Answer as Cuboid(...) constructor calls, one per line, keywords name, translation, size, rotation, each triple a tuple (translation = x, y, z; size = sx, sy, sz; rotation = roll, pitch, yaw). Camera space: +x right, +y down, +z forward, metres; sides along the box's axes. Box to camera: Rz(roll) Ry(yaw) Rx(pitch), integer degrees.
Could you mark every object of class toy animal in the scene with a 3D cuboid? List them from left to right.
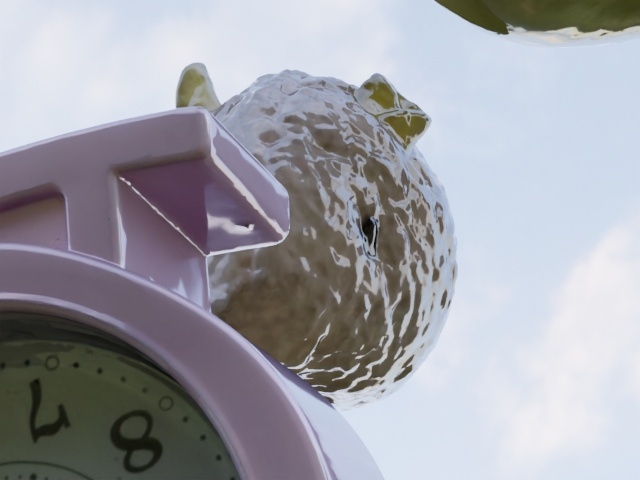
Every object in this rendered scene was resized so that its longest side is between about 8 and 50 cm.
Cuboid(name="toy animal", translation=(0.001, 0.001, 1.341), size=(0.188, 0.226, 0.358), rotation=(-2, -12, 8))

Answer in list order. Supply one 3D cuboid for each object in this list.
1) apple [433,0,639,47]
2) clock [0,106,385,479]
Cuboid(name="apple", translation=(0.149, -0.255, 1.090), size=(0.292, 0.254, 0.292), rotation=(-19, -35, -13))
Cuboid(name="clock", translation=(-0.110, 0.138, 0.501), size=(0.290, 0.275, 0.080), rotation=(-24, -22, 7))
